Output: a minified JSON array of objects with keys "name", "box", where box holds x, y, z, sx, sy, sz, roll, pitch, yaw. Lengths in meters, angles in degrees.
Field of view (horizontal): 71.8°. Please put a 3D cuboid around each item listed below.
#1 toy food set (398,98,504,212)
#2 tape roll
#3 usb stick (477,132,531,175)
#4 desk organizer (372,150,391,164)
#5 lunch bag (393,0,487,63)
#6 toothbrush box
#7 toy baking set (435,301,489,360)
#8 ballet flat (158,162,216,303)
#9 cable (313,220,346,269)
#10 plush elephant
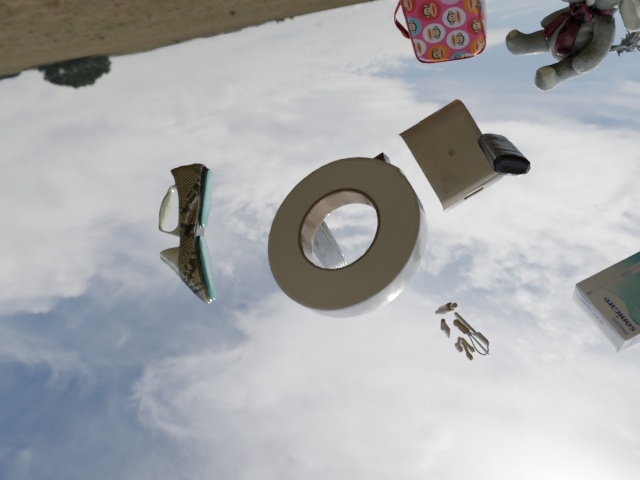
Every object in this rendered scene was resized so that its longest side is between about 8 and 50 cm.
[{"name":"toy food set","box":[0.421,-0.276,1.436,0.219,0.306,0.092,-30,176,6]},{"name":"tape roll","box":[0.055,-0.015,1.035,0.392,0.072,0.392,-13,-119,25]},{"name":"usb stick","box":[0.403,-0.195,0.983,0.077,0.045,0.278,12,-155,7]},{"name":"desk organizer","box":[0.213,-0.228,1.482,0.050,0.047,0.130,-29,-126,28]},{"name":"lunch bag","box":[0.345,-0.666,1.293,0.258,0.293,0.120,-1,-124,25]},{"name":"toothbrush box","box":[0.985,0.173,1.365,0.295,0.126,0.216,-29,-127,4]},{"name":"toy baking set","box":[0.448,0.281,1.392,0.030,0.256,0.197,-29,-106,-14]},{"name":"ballet flat","box":[-0.445,-0.023,1.471,0.182,0.483,0.164,-5,168,-2]},{"name":"cable","box":[0.000,0.000,1.621,0.089,0.257,0.257,-31,-170,-3]},{"name":"plush elephant","box":[0.655,-0.562,1.083,0.330,0.255,0.272,-8,-131,13]}]
